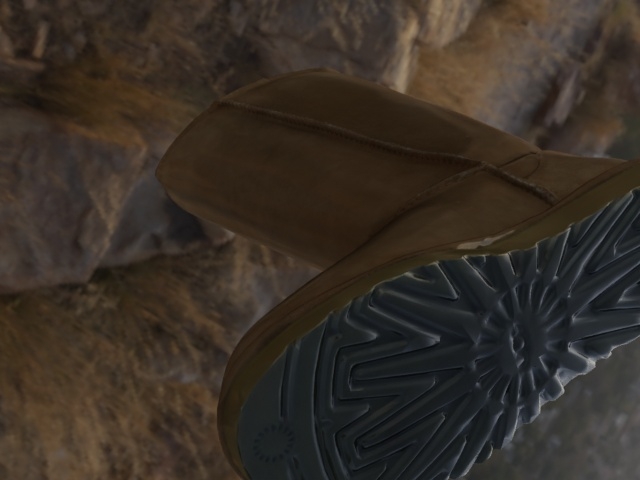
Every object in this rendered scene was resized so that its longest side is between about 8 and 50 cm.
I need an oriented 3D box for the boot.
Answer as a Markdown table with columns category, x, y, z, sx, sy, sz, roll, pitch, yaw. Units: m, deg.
| category | x | y | z | sx | sy | sz | roll | pitch | yaw |
| --- | --- | --- | --- | --- | --- | --- | --- | --- | --- |
| boot | 0.000 | 0.000 | 0.528 | 0.236 | 0.269 | 0.089 | -20 | 117 | -30 |
